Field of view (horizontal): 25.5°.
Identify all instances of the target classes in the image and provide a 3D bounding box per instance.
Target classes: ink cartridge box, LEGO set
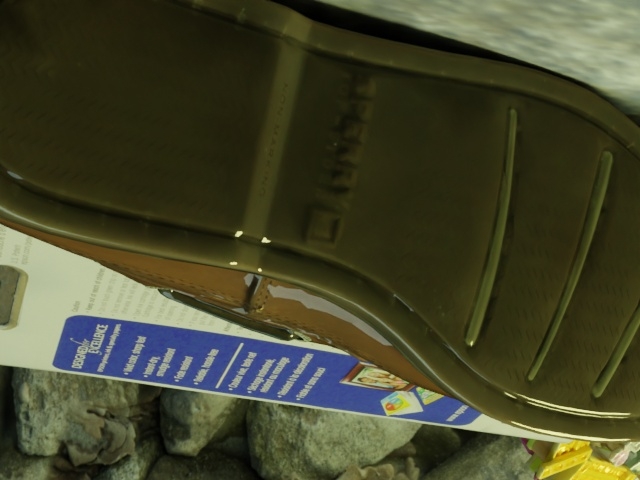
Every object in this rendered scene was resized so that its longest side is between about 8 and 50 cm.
[{"bbox_3d":[-0.006,0.028,0.712,0.370,0.069,0.176,8,152,-14],"label":"ink cartridge box"},{"bbox_3d":[0.171,0.101,0.992,0.107,0.132,0.287,49,172,35],"label":"LEGO set"}]

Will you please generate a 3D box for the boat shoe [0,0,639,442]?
[{"bbox_3d":[0.008,-0.017,0.472,0.307,0.111,0.104,25,172,-28],"label":"boat shoe"}]
